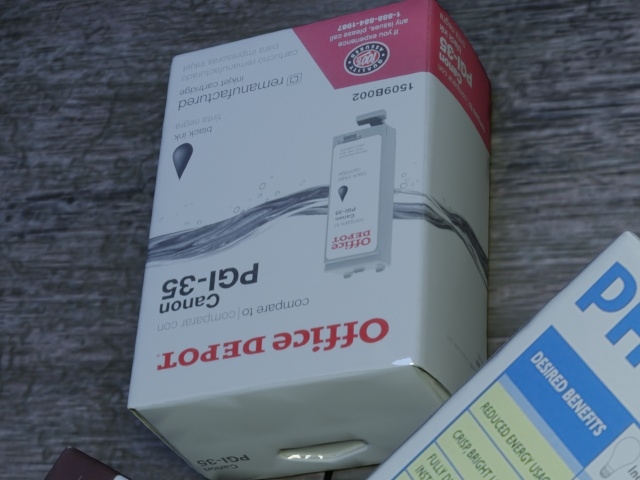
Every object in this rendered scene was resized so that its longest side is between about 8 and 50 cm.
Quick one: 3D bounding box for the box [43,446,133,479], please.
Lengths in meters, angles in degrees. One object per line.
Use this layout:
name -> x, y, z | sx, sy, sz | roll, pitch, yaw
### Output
box -> -0.087, 0.251, 1.077 | 0.203, 0.167, 0.168 | 18, 71, 50

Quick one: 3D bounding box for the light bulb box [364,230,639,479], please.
light bulb box -> 0.147, 0.260, 0.832 | 0.361, 0.225, 0.358 | -44, 45, 6

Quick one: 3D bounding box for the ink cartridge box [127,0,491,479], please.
ink cartridge box -> 0.000, 0.000, 1.251 | 0.207, 0.117, 0.283 | -11, 56, 22
